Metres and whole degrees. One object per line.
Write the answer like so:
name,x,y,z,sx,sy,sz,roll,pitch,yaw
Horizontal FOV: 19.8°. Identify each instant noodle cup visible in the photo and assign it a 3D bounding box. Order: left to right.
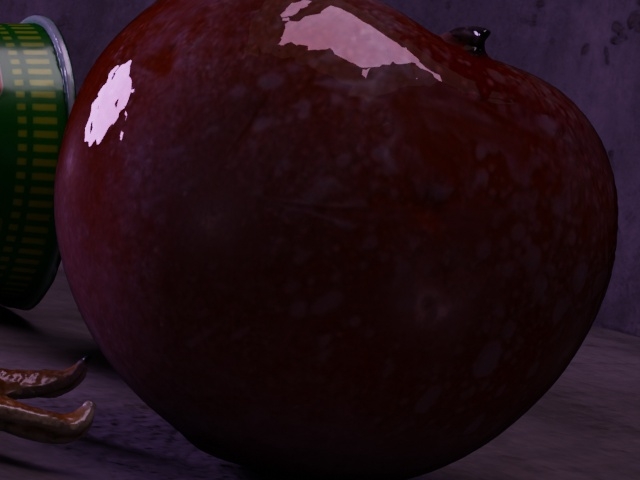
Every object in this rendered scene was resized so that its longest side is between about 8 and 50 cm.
instant noodle cup,-0.299,-0.054,1.202,0.233,0.207,0.207,2,7,-26

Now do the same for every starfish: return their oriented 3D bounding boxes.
starfish,-0.205,0.049,0.829,0.247,0.050,0.138,21,3,12

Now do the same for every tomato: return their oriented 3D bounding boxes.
tomato,0.000,0.000,0.873,0.270,0.227,0.270,23,-6,3
